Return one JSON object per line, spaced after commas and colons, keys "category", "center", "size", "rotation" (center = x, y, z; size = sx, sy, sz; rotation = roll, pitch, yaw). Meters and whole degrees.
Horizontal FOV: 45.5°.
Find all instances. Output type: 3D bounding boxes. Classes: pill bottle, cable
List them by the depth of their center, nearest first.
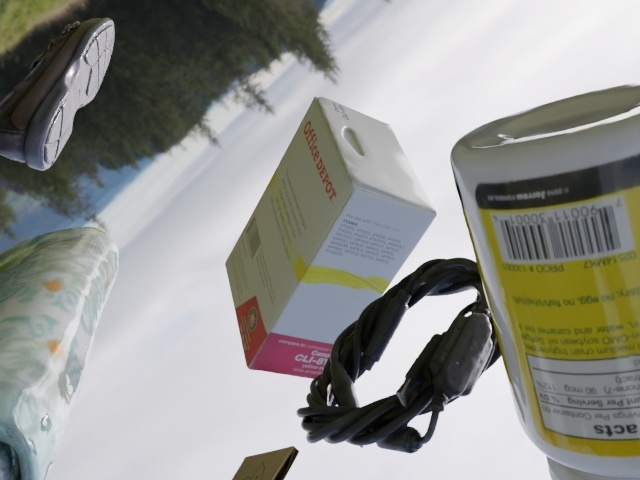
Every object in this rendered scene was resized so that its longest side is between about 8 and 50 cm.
{"category": "pill bottle", "center": [0.144, 0.038, 0.373], "size": [0.119, 0.208, 0.119], "rotation": [-16, -166, 4]}
{"category": "cable", "center": [0.062, 0.078, 0.541], "size": [0.150, 0.047, 0.184], "rotation": [-24, -158, 43]}

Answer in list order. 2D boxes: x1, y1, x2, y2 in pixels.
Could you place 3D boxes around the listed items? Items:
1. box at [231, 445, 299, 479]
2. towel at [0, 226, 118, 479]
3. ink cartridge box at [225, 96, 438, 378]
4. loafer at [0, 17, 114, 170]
{"category": "box", "center": [-0.126, 0.441, 1.332], "size": [0.164, 0.021, 0.201], "rotation": [-56, -168, -33]}
{"category": "towel", "center": [-0.309, 0.140, 0.495], "size": [0.374, 0.090, 0.320], "rotation": [-32, -158, 3]}
{"category": "ink cartridge box", "center": [0.000, 0.000, 1.282], "size": [0.385, 0.160, 0.279], "rotation": [-59, -150, 29]}
{"category": "loafer", "center": [-0.355, -0.215, 1.007], "size": [0.302, 0.095, 0.109], "rotation": [-81, -173, -45]}
